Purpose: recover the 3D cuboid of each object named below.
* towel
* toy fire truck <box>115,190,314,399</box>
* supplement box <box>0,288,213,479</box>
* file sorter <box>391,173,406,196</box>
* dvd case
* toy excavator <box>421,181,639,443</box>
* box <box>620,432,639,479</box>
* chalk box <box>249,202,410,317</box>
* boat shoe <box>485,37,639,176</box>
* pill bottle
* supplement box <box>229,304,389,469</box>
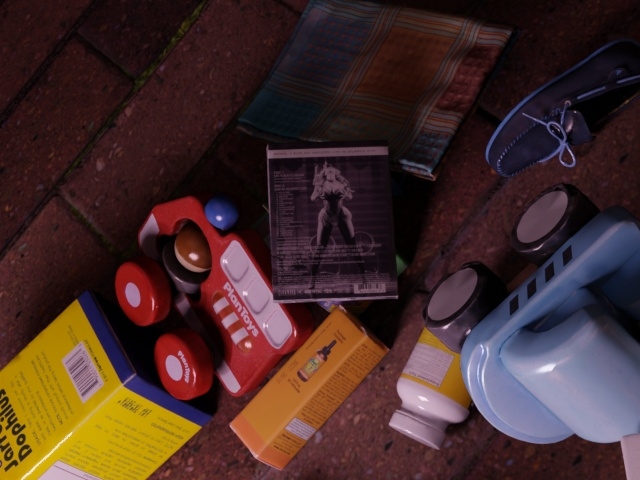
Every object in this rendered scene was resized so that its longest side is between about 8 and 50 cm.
[{"bbox_3d":[0.074,-0.231,2.035,0.370,0.040,0.271,16,68,39],"label":"towel"},{"bbox_3d":[-0.140,0.062,1.981,0.302,0.169,0.254,58,137,18],"label":"toy fire truck"},{"bbox_3d":[-0.374,0.281,2.101,0.356,0.194,0.195,-43,50,8],"label":"supplement box"},{"bbox_3d":[0.046,-0.150,2.100,0.170,0.118,0.104,14,70,38],"label":"file sorter"},{"bbox_3d":[0.015,-0.027,1.881,0.165,0.018,0.221,-2,73,-3],"label":"dvd case"},{"bbox_3d":[0.367,0.099,1.563,0.433,0.222,0.445,-43,24,10],"label":"toy excavator"},{"bbox_3d":[0.450,0.273,1.548,0.181,0.182,0.119,-20,56,24],"label":"box"},{"bbox_3d":[0.000,0.000,1.984,0.132,0.213,0.132,-45,50,4],"label":"chalk box"},{"bbox_3d":[0.339,-0.172,1.918,0.258,0.109,0.089,-42,53,11],"label":"boat shoe"},{"bbox_3d":[0.162,0.174,1.851,0.103,0.103,0.184,19,78,40],"label":"pill bottle"},{"bbox_3d":[-0.014,0.205,1.975,0.233,0.080,0.078,-49,50,5],"label":"supplement box"}]
